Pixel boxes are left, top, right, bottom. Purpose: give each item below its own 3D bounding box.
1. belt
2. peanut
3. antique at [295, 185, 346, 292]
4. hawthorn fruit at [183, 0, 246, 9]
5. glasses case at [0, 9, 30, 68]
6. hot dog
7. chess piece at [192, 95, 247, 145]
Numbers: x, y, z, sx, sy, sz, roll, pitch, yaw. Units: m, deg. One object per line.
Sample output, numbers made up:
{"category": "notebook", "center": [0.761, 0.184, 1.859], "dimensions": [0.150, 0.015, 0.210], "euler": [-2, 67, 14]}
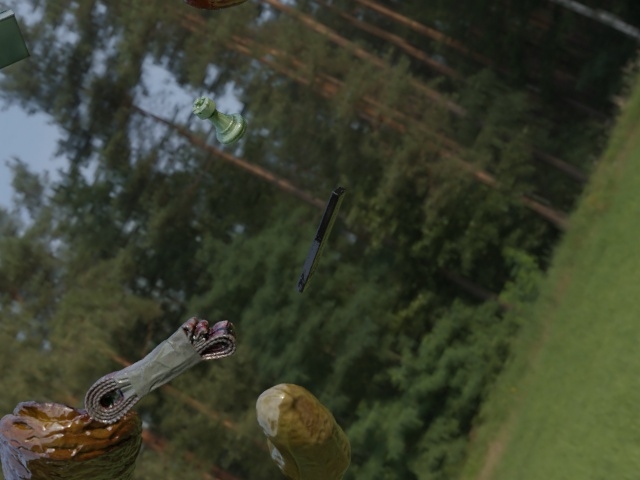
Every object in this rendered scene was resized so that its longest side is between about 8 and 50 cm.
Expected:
{"category": "belt", "center": [-0.224, 0.174, 1.520], "dimensions": [0.232, 0.071, 0.053], "euler": [-31, 10, 7]}
{"category": "peanut", "center": [-0.030, 0.286, 1.612], "dimensions": [0.110, 0.120, 0.236], "euler": [-41, -41, -9]}
{"category": "antique", "center": [0.000, 0.000, 1.693], "dimensions": [0.031, 0.015, 0.192], "euler": [-42, -22, -54]}
{"category": "hawthorn fruit", "center": [-0.178, -0.507, 2.002], "dimensions": [0.179, 0.200, 0.179], "euler": [-19, -68, -60]}
{"category": "glasses case", "center": [-0.727, -0.369, 2.207], "dimensions": [0.266, 0.056, 0.105], "euler": [-30, -50, -23]}
{"category": "hot dog", "center": [-0.470, 0.402, 2.059], "dimensions": [0.387, 0.267, 0.174], "euler": [110, 158, -51]}
{"category": "chess piece", "center": [-0.198, -0.234, 2.117], "dimensions": [0.103, 0.067, 0.067], "euler": [36, -101, -41]}
